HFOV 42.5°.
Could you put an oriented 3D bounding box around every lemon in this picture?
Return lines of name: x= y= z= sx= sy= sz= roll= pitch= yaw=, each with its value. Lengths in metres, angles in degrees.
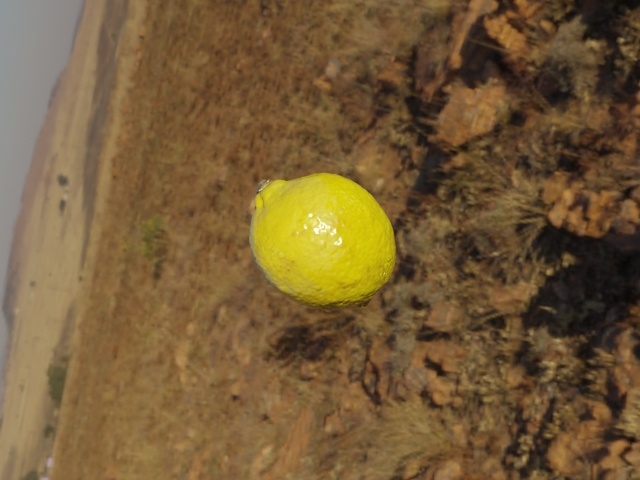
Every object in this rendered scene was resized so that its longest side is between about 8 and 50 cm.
lemon: x=0.000 y=0.000 z=0.657 sx=0.109 sy=0.133 sz=0.109 roll=-43 pitch=11 yaw=10
